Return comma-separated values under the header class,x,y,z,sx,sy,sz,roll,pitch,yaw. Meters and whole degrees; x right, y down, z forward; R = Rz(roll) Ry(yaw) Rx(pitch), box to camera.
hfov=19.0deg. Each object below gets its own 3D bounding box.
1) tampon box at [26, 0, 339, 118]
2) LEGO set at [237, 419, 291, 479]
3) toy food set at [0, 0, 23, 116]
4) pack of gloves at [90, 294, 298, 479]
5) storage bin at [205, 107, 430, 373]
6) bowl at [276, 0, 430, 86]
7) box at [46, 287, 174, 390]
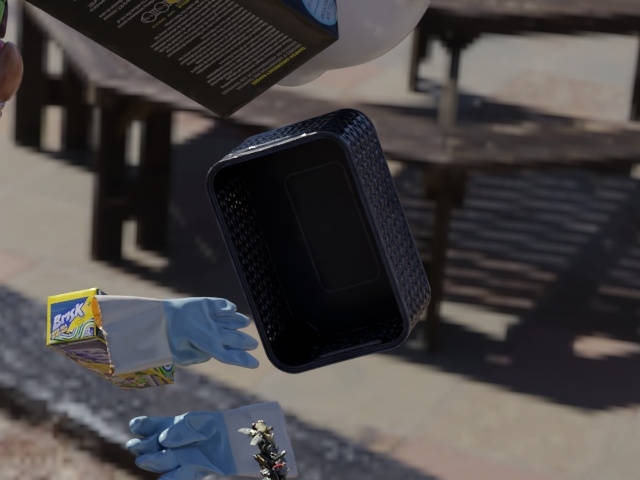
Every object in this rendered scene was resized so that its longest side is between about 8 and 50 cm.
class,x,y,z,sx,sy,sz,roll,pitch,yaw
tampon box,-0.080,-0.173,1.124,0.161,0.101,0.120,30,42,-36
LEGO set,-0.030,0.142,1.251,0.023,0.054,0.083,-29,-3,-19
toy food set,-0.279,-0.165,1.619,0.071,0.217,0.128,8,-17,3
pack of gloves,-0.134,0.154,1.905,0.046,0.195,0.232,-24,-17,36
storage bin,0.000,0.000,1.502,0.122,0.180,0.084,-16,11,19
bowl,0.036,-0.270,1.550,0.134,0.297,0.298,6,20,25
box,-0.209,0.101,1.926,0.059,0.054,0.169,-11,-23,20
